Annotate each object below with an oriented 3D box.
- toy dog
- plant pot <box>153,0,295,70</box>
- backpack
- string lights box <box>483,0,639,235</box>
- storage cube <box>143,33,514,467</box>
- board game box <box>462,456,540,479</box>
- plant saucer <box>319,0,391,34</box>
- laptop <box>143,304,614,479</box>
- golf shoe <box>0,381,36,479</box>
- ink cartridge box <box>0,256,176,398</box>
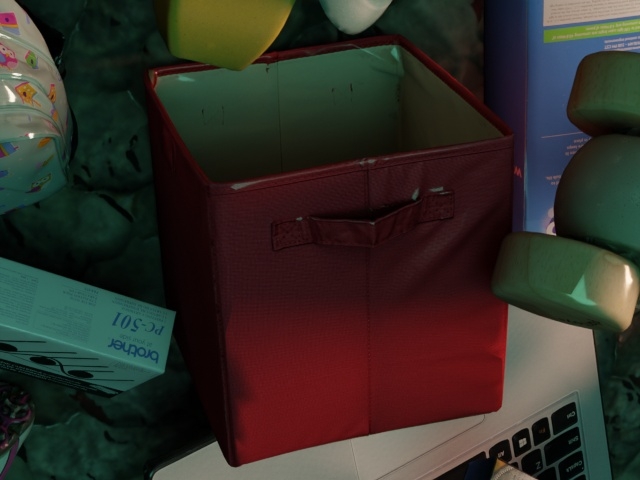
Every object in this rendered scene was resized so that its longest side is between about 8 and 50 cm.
[{"bbox_3d":[0.249,0.008,0.839,0.333,0.161,0.220,-2,105,-50],"label":"toy dog"},{"bbox_3d":[-0.063,-0.154,0.855,0.081,0.081,0.083,10,114,-22],"label":"plant pot"},{"bbox_3d":[-0.203,-0.074,0.776,0.152,0.182,0.115,-22,79,-13],"label":"backpack"},{"bbox_3d":[0.187,-0.098,0.959,0.133,0.077,0.260,-9,114,-15],"label":"string lights box"},{"bbox_3d":[0.000,0.000,0.865,0.183,0.215,0.193,-10,120,-15],"label":"storage cube"},{"bbox_3d":[0.136,0.290,0.913,0.165,0.042,0.243,29,67,-14],"label":"board game box"},{"bbox_3d":[0.026,-0.189,0.855,0.021,0.119,0.119,2,118,27],"label":"plant saucer"},{"bbox_3d":[0.137,0.284,0.949,0.382,0.236,0.408,-24,115,-27],"label":"laptop"},{"bbox_3d":[-0.254,0.169,0.898,0.186,0.067,0.086,-49,153,-39],"label":"golf shoe"},{"bbox_3d":[-0.207,0.047,0.873,0.207,0.097,0.046,19,65,-24],"label":"ink cartridge box"}]
